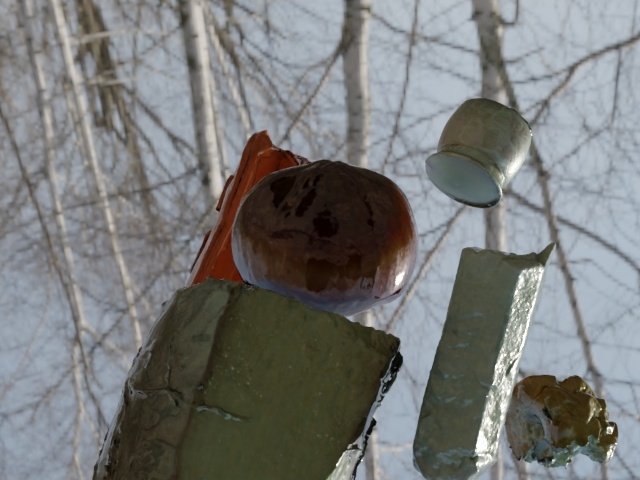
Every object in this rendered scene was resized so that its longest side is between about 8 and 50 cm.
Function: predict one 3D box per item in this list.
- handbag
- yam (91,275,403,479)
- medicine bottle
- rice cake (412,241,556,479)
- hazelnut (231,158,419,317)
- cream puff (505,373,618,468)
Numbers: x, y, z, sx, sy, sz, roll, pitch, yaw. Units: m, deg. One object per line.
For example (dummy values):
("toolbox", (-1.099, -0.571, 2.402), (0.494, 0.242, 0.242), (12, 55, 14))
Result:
("handbag", (-0.136, 0.046, 1.536), (0.116, 0.410, 0.303), (25, 180, -10))
("yam", (-0.075, 0.191, 0.827), (0.202, 0.201, 0.271), (25, -124, -18))
("medicine bottle", (0.266, -0.146, 1.815), (0.147, 0.147, 0.143), (19, -116, 29))
("rice cake", (0.122, 0.095, 0.833), (0.063, 0.206, 0.069), (18, -168, 28))
("hazelnut", (0.000, 0.000, 1.163), (0.204, 0.178, 0.178), (6, -145, 29))
("cream puff", (0.332, 0.249, 1.476), (0.156, 0.156, 0.121), (-1, -118, 4))
